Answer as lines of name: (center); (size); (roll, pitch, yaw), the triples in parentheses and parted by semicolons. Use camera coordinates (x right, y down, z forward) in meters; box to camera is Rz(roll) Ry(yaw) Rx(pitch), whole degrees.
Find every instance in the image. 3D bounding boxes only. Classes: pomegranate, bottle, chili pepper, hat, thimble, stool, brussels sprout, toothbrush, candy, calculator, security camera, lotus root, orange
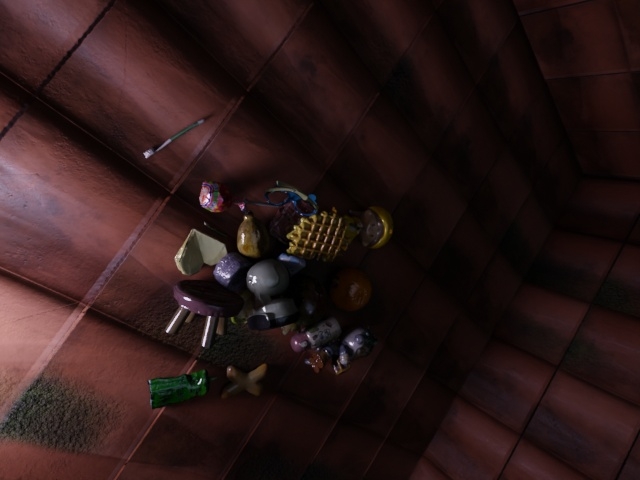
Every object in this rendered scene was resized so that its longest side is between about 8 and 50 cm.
pomegranate: (-0.093, 0.291, 1.872); (0.242, 0.242, 0.306); (-13, 155, -31)
bottle: (-0.027, 0.469, 1.999); (0.253, 0.120, 0.120); (-21, 114, -28)
chili pepper: (-0.567, 0.608, 1.682); (0.270, 0.099, 0.136); (-8, 99, -28)
hat: (-0.076, -0.065, 1.821); (0.286, 0.107, 0.237); (38, 83, -33)
thimble: (-0.356, 0.127, 1.661); (0.150, 0.097, 0.150); (-47, 156, -28)
stool: (-0.448, 0.275, 1.565); (0.272, 0.272, 0.178); (15, 97, -36)
brussels sprout: (-0.324, 0.288, 1.745); (0.151, 0.122, 0.149); (8, 74, -37)
toothbrush: (-0.530, -0.377, 1.477); (0.257, 0.018, 0.024); (-38, 115, -19)
candy: (-0.317, -0.162, 1.647); (0.365, 0.124, 0.124); (3, 102, -46)
calculator: (-0.147, 0.110, 1.779); (0.121, 0.210, 0.039); (19, 62, -20)
security camera: (-0.204, 0.215, 1.662); (0.191, 0.197, 0.277); (-10, 83, -40)
lotus root: (-0.283, -0.016, 1.677); (0.138, 0.138, 0.214); (-23, 120, -27)
orange: (0.148, 0.242, 2.012); (0.219, 0.193, 0.219); (-2, 96, -21)

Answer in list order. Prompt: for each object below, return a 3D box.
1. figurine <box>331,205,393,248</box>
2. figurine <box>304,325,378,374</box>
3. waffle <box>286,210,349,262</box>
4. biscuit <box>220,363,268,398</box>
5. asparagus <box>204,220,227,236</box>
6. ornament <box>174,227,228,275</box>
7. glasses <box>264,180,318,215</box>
figurine: (0.200, -0.070, 1.971); (0.343, 0.187, 0.215); (4, 110, -29)
figurine: (0.131, 0.562, 2.076); (0.382, 0.261, 0.186); (-18, 73, -38)
waffle: (0.000, 0.000, 1.787); (0.309, 0.065, 0.283); (-30, 125, -10)
biscuit: (-0.348, 0.655, 1.878); (0.208, 0.047, 0.164); (11, 98, -36)
asparagus: (-0.427, -0.044, 1.645); (0.114, 0.014, 0.015); (35, 49, -37)
ornament: (-0.478, 0.033, 1.609); (0.201, 0.059, 0.180); (-22, 114, -31)
glasses: (-0.126, -0.174, 1.664); (0.239, 0.207, 0.102); (20, 94, 5)
